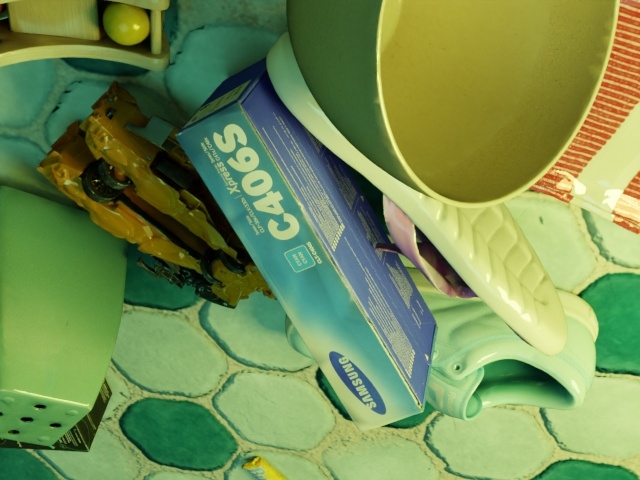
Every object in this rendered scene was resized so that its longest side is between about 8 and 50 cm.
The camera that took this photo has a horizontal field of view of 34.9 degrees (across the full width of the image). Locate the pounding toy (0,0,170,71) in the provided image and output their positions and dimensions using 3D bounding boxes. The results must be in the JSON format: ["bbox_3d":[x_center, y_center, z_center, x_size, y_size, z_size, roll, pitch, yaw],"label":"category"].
[{"bbox_3d":[-0.262,-0.242,0.898,0.269,0.154,0.155,10,133,2],"label":"pounding toy"}]

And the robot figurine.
[{"bbox_3d":[-0.147,-0.035,1.097,0.291,0.085,0.211,38,142,-21],"label":"robot figurine"}]

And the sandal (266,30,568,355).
[{"bbox_3d":[0.090,-0.037,1.010,0.102,0.169,0.416,-37,104,29],"label":"sandal"}]

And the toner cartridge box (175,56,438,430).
[{"bbox_3d":[0.000,0.000,1.000,0.075,0.165,0.348,-23,109,23],"label":"toner cartridge box"}]

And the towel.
[{"bbox_3d":[0.339,-0.101,0.981,0.329,0.037,0.237,23,132,-9],"label":"towel"}]

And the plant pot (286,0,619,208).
[{"bbox_3d":[0.081,-0.186,0.830,0.191,0.284,0.284,22,146,44],"label":"plant pot"}]

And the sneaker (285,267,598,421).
[{"bbox_3d":[0.129,0.126,1.155,0.366,0.150,0.135,-1,131,13],"label":"sneaker"}]

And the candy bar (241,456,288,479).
[{"bbox_3d":[-0.057,0.369,1.509,0.040,0.018,0.161,-24,124,29],"label":"candy bar"}]

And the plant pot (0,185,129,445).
[{"bbox_3d":[-0.325,0.097,1.140,0.165,0.234,0.166,20,137,-33],"label":"plant pot"}]

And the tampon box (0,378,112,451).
[{"bbox_3d":[-0.386,0.206,1.371,0.161,0.101,0.120,0,131,13],"label":"tampon box"}]
